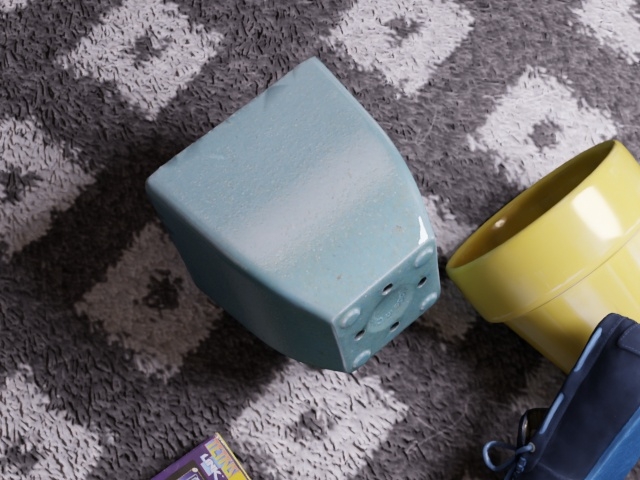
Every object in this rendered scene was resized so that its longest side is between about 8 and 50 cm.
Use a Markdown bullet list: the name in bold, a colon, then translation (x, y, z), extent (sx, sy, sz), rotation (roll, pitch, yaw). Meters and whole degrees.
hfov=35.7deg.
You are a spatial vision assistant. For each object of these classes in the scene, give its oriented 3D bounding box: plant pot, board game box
- **plant pot**: translation (0.316, 0.050, 1.170), extent (0.254, 0.254, 0.239), rotation (-39, 93, -14)
- **plant pot**: translation (0.000, 0.000, 1.127), extent (0.247, 0.247, 0.252), rotation (-39, 61, -14)
- **board game box**: translation (-0.129, 0.332, 1.147), extent (0.141, 0.048, 0.170), rotation (-33, 75, -14)

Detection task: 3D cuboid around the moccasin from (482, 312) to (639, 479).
- **moccasin**: translation (0.276, 0.225, 1.100), extent (0.117, 0.138, 0.342), rotation (48, 119, 34)
